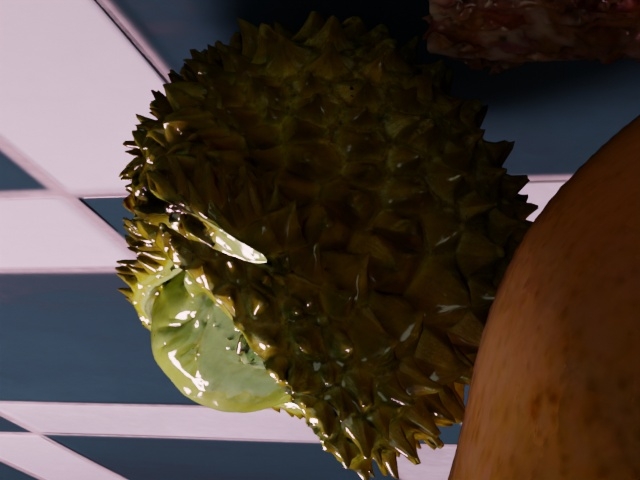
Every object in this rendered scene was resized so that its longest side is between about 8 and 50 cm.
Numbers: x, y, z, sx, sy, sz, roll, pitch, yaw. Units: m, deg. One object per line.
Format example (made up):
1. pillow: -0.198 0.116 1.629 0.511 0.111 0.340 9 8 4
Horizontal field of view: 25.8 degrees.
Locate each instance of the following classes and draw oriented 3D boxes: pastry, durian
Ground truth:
1. pastry: 0.121 -0.100 0.524 0.169 0.063 0.087 2 164 21
2. durian: 0.000 0.000 0.623 0.200 0.176 0.237 26 170 5

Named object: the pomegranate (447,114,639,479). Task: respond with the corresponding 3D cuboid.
1. pomegranate: 0.223 0.123 0.447 0.417 0.416 0.416 6 159 2
